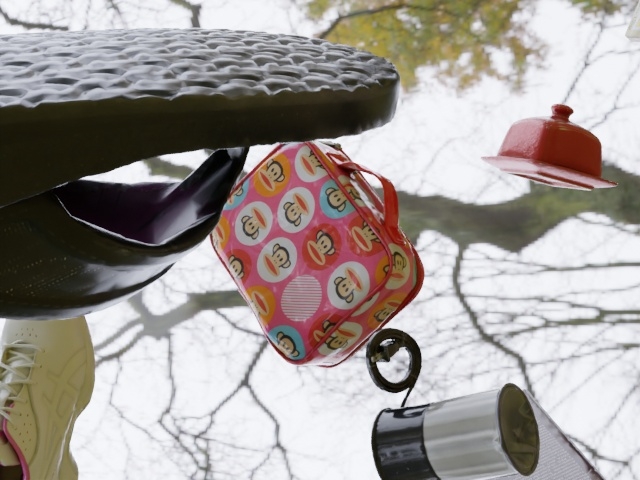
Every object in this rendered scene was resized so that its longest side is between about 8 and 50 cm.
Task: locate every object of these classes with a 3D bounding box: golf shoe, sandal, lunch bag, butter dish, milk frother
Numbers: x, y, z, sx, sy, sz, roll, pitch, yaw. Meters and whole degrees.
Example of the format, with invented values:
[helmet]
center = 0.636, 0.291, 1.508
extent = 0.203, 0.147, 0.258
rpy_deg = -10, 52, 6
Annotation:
[golf shoe]
center = -0.329, 0.186, 1.156
extent = 0.140, 0.115, 0.306
rpy_deg = 37, -128, -71
[sandal]
center = -0.165, -0.021, 0.443
extent = 0.446, 0.167, 0.107
rpy_deg = -15, -60, -30
[lunch bag]
center = 0.000, 0.000, 1.416
extent = 0.120, 0.258, 0.293
rpy_deg = 16, -145, -52
[butter dish]
center = 0.347, -0.145, 1.545
extent = 0.160, 0.160, 0.118
rpy_deg = 12, -88, -23
[milk frother]
center = 0.118, 0.149, 0.966
extent = 0.143, 0.135, 0.129
rpy_deg = 62, -148, -17

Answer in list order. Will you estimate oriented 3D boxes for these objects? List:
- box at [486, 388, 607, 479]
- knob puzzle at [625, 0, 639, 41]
[box]
center = 0.274, 0.344, 1.217
extent = 0.143, 0.381, 0.191
rpy_deg = -25, -76, -3
[knob puzzle]
center = 0.334, -0.238, 0.797
extent = 0.030, 0.213, 0.213
rpy_deg = 31, -115, -29
